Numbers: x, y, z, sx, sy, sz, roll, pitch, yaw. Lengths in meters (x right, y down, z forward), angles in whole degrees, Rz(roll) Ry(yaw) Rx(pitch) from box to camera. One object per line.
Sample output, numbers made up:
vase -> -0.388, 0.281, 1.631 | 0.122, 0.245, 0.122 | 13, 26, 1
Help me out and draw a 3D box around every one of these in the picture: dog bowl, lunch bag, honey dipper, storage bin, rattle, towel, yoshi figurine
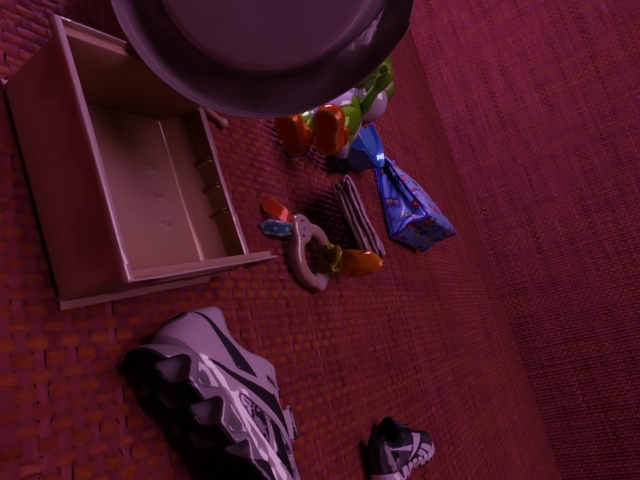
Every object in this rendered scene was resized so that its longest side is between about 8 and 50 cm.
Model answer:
dog bowl -> -0.053, -0.309, 0.512 | 0.102, 0.349, 0.348 | -57, 123, -77
lunch bag -> 0.272, -0.137, 1.455 | 0.221, 0.138, 0.293 | 21, 44, -52
honey dipper -> -0.205, -0.229, 0.752 | 0.161, 0.031, 0.030 | 38, 40, -49
storage bin -> -0.194, -0.075, 0.559 | 0.260, 0.123, 0.262 | -7, 77, -61
rattle -> 0.000, 0.000, 0.843 | 0.130, 0.143, 0.199 | -49, 125, -33
towel -> 0.085, -0.051, 1.030 | 0.282, 0.049, 0.187 | -56, 123, -83
yoshi figurine -> 0.056, -0.332, 1.033 | 0.203, 0.203, 0.362 | 43, 48, 0
dog bowl -> 0.071, -0.313, 1.256 | 0.297, 0.074, 0.165 | 54, 31, -27

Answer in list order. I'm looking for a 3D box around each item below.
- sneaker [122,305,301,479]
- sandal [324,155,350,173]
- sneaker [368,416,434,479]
sneaker -> -0.078, 0.223, 0.556 | 0.330, 0.123, 0.146 | 63, 30, -11
sandal -> 0.035, -0.195, 1.155 | 0.179, 0.040, 0.067 | 14, 64, -74
sneaker -> 0.158, 0.391, 0.910 | 0.234, 0.078, 0.106 | 6, 69, -58
